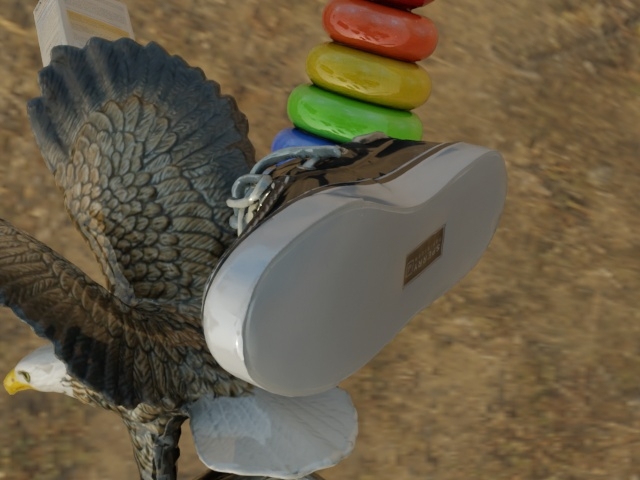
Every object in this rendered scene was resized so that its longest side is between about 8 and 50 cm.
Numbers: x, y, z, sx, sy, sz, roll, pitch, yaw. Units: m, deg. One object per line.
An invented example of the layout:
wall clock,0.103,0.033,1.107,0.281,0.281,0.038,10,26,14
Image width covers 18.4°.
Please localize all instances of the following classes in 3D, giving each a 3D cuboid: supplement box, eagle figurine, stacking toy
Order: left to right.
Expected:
supplement box,-0.167,-0.140,1.413,0.036,0.062,0.098,-55,32,28
eagle figurine,-0.122,0.038,1.166,0.225,0.226,0.298,-22,101,3
stacking toy,0.033,-0.098,1.483,0.141,0.141,0.330,21,99,26

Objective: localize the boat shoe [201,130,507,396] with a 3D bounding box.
boat shoe,0.001,-0.004,1.111,0.105,0.306,0.113,17,117,24
